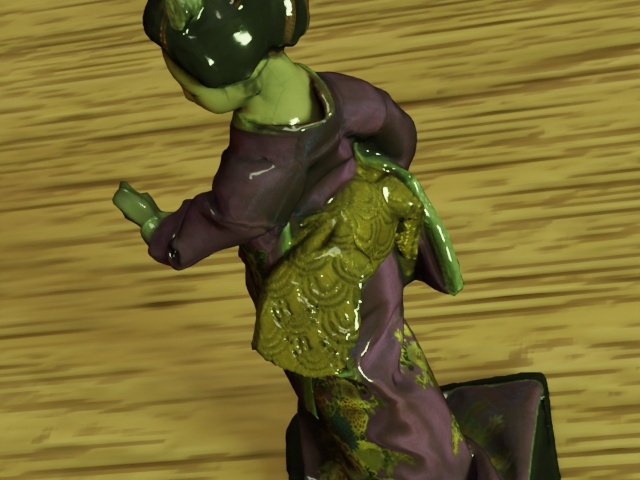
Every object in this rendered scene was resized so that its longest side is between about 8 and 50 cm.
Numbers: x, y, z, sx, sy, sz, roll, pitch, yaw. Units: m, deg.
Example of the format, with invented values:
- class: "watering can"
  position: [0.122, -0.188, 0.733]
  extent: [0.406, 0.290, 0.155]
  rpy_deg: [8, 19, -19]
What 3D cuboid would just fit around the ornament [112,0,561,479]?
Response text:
- class: "ornament"
  position: [-0.007, 0.004, 0.463]
  extent: [0.081, 0.203, 0.088]
  rpy_deg: [-19, 38, 13]
